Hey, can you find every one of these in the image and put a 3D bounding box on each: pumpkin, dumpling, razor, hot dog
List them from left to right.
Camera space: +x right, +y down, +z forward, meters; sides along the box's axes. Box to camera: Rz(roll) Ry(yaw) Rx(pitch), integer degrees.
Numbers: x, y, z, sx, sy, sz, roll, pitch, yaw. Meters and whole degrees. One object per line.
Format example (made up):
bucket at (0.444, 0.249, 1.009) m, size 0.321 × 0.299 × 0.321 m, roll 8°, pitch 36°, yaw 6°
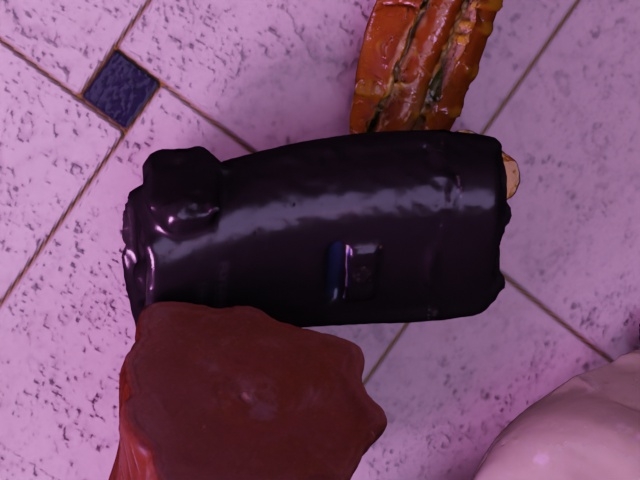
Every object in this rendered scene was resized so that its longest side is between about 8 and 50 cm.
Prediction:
razor at (-0.002, -0.002, 1.579) m, size 0.326 × 0.107 × 0.189 m, roll -5°, pitch 130°, yaw -13°
hot dog at (0.098, -0.194, 1.619) m, size 0.115 × 0.072 × 0.269 m, roll 16°, pitch 97°, yaw -17°
pumpkin at (0.142, -0.069, 1.689) m, size 0.083 × 0.028 × 0.050 m, roll 41°, pitch 87°, yaw -17°
dumpling at (0.250, 0.306, 1.671) m, size 0.233 × 0.315 × 0.395 m, roll 26°, pitch 101°, yaw -32°

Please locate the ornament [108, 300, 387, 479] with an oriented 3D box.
ornament at (-0.087, 0.191, 1.536) m, size 0.235 × 0.221 × 0.218 m, roll -40°, pitch 159°, yaw -41°
